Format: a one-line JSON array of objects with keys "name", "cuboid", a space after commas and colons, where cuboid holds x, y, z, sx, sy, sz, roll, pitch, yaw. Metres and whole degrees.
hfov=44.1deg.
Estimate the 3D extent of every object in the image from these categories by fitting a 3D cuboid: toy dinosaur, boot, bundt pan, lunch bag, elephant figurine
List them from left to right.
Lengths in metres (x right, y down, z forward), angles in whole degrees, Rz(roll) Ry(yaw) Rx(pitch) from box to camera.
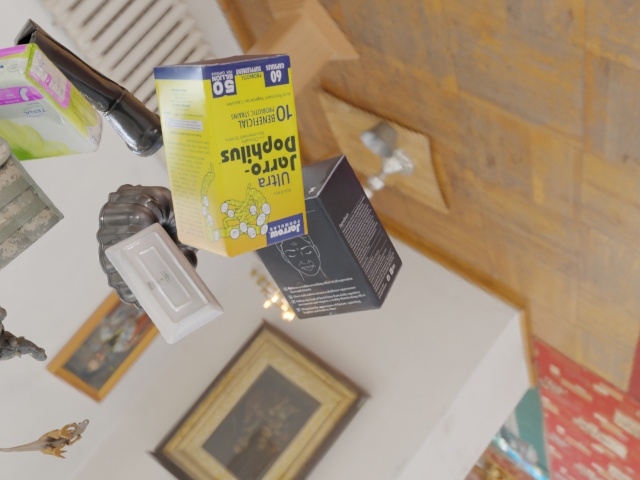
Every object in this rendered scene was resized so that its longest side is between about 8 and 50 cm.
[{"name": "lunch bag", "cuboid": [-0.717, -0.083, 1.613, 0.169, 0.235, 0.287, -8, 122, 51]}, {"name": "elephant figurine", "cuboid": [-0.922, 0.289, 2.222, 0.186, 0.169, 0.239, 29, 151, 24]}, {"name": "toy dinosaur", "cuboid": [-0.550, 0.407, 1.575, 0.211, 0.064, 0.112, -3, 170, -44]}, {"name": "boot", "cuboid": [-0.696, -0.460, 2.393, 0.445, 0.146, 0.367, 41, 178, -42]}, {"name": "bundt pan", "cuboid": [-0.423, 0.009, 2.035, 0.124, 0.331, 0.331, -6, 146, 24]}]

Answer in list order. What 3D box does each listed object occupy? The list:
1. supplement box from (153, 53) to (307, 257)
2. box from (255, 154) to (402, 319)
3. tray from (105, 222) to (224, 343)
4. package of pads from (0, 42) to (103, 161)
[{"name": "supplement box", "cuboid": [-0.172, -0.172, 1.535, 0.195, 0.194, 0.357, 15, 116, 50]}, {"name": "box", "cuboid": [0.000, 0.000, 2.229, 0.293, 0.212, 0.395, -11, 122, 34]}, {"name": "tray", "cuboid": [-0.344, 0.085, 1.740, 0.270, 0.145, 0.030, 51, 154, 16]}, {"name": "package of pads", "cuboid": [-0.631, -0.290, 1.698, 0.229, 0.101, 0.296, -5, 154, 15]}]
